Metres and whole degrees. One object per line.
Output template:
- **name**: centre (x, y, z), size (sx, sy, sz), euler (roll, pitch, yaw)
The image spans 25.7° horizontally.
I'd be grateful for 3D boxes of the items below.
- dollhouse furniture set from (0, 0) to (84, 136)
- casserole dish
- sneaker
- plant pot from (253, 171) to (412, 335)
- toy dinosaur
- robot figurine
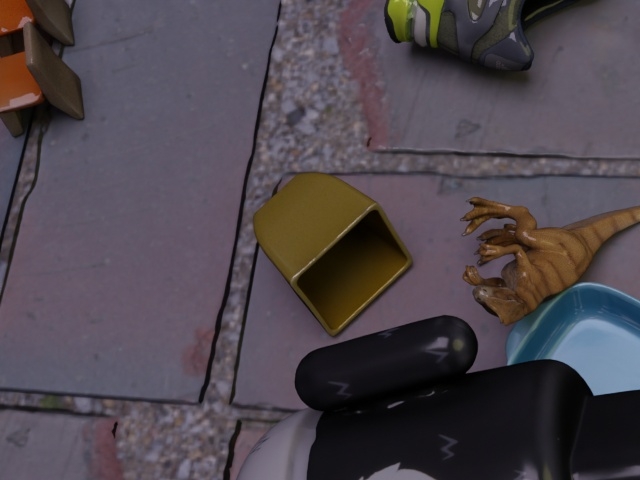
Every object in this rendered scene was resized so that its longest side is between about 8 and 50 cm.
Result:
- **dollhouse furniture set**: centre (-0.331, -0.095, 1.085), size (0.262, 0.135, 0.259), euler (-15, 63, 8)
- **casserole dish**: centre (0.206, 0.106, 0.906), size (0.188, 0.037, 0.114), euler (31, 78, 26)
- **sneaker**: centre (0.176, -0.247, 1.047), size (0.121, 0.111, 0.300), euler (33, 84, 15)
- **plant pot**: centre (0.000, 0.000, 0.988), size (0.081, 0.081, 0.083), euler (-42, 51, -6)
- **toy dinosaur**: centre (0.160, 0.007, 0.946), size (0.112, 0.064, 0.211), euler (27, 44, 34)
- **robot figurine**: centre (0.079, 0.166, 0.821), size (0.278, 0.173, 0.209), euler (-13, 68, 22)
